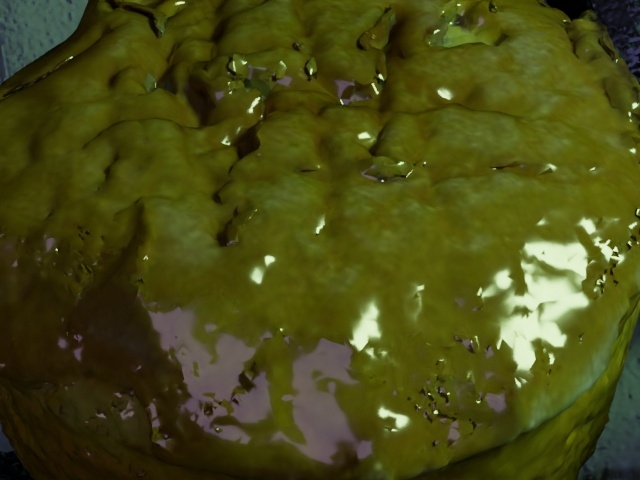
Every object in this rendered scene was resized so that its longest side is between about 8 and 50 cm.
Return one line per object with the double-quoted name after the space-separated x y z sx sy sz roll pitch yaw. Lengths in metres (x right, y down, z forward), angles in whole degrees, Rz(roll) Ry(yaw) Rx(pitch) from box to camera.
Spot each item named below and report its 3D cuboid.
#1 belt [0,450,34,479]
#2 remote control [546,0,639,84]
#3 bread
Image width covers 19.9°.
-0.133 0.206 1.070 0.257 0.207 0.150 10 90 31 "belt"
0.194 -0.096 1.074 0.090 0.066 0.266 -18 83 -1 "remote control"
0.000 0.000 0.971 0.398 0.398 0.215 14 133 15 "bread"
